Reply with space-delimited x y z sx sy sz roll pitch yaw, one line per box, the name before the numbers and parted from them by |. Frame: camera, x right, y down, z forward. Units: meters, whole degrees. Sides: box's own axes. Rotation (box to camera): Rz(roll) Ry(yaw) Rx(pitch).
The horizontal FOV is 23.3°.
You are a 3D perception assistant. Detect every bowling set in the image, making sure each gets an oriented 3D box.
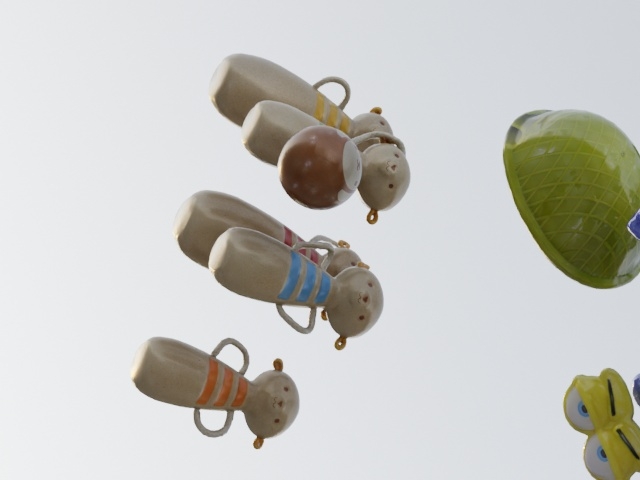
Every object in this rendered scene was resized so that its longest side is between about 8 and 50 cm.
bowling set | 0.000 0.000 1.058 0.154 0.287 0.200 22 -15 -26

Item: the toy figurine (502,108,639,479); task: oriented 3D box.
toy figurine | 0.253 0.034 0.866 0.217 0.191 0.362 116 -40 -64
